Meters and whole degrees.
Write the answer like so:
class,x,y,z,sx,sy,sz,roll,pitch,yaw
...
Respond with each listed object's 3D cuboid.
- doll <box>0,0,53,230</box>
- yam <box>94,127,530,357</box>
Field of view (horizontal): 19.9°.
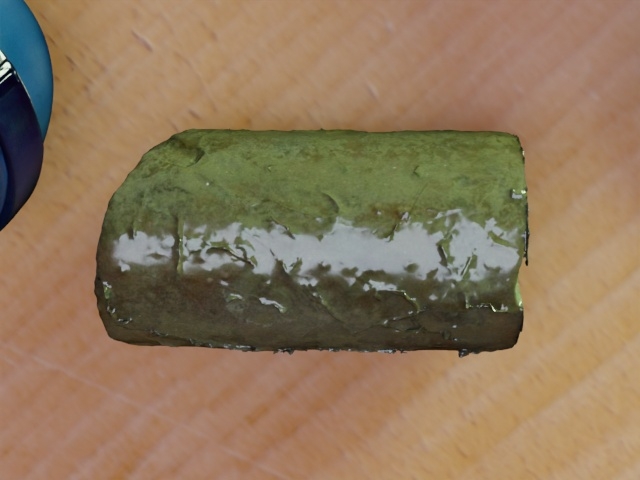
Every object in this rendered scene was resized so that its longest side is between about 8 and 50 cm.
class,x,y,z,sx,sy,sz,roll,pitch,yaw
doll,-0.338,-0.116,1.308,0.310,0.240,0.284,31,145,13
yam,0.000,0.000,1.324,0.304,0.168,0.168,1,102,7
